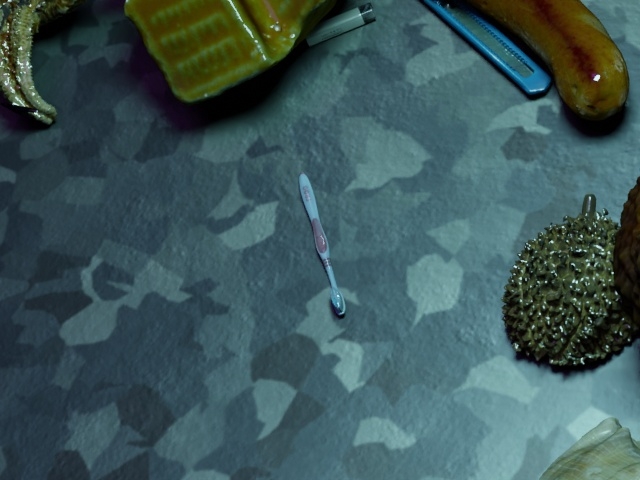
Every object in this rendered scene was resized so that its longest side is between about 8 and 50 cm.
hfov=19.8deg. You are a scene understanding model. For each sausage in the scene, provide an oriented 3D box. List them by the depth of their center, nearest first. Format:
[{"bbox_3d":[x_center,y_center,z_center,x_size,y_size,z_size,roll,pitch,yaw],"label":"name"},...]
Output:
[{"bbox_3d":[0.232,-0.233,1.955,0.102,0.076,0.302,-23,50,-27],"label":"sausage"}]

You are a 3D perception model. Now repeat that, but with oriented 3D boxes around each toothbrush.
[{"bbox_3d":[0.000,0.000,1.933,0.013,0.019,0.193,-21,52,7],"label":"toothbrush"}]

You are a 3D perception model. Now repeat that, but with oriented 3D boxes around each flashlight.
[{"bbox_3d":[0.022,-0.245,2.084,0.083,0.018,0.018,-22,52,5],"label":"flashlight"}]

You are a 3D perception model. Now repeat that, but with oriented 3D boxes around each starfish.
[{"bbox_3d":[-0.348,-0.273,2.186,0.312,0.113,0.303,-17,51,20],"label":"starfish"}]

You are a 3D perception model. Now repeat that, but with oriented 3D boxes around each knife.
[{"bbox_3d":[0.160,-0.250,2.033,0.044,0.026,0.296,-31,52,-16],"label":"knife"}]

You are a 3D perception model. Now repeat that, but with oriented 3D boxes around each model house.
[{"bbox_3d":[-0.083,-0.279,2.034,0.268,0.173,0.239,-23,49,26],"label":"model house"}]

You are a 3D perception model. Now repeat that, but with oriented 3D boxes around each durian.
[{"bbox_3d":[0.246,0.028,1.779,0.148,0.091,0.189,3,58,22],"label":"durian"}]

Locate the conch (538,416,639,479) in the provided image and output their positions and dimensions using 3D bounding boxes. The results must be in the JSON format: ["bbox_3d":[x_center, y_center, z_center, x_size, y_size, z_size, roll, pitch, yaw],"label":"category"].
[{"bbox_3d":[0.281,0.266,1.502,0.324,0.186,0.263,-30,65,-29],"label":"conch"}]

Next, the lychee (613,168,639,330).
[{"bbox_3d":[0.400,-0.001,1.649,0.267,0.267,0.268,-9,56,14],"label":"lychee"}]
